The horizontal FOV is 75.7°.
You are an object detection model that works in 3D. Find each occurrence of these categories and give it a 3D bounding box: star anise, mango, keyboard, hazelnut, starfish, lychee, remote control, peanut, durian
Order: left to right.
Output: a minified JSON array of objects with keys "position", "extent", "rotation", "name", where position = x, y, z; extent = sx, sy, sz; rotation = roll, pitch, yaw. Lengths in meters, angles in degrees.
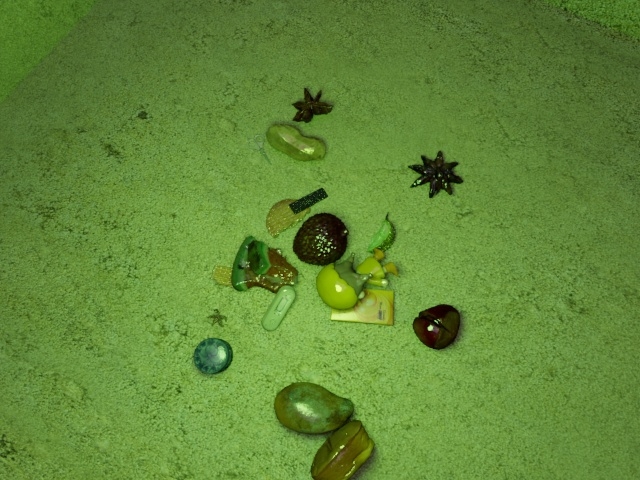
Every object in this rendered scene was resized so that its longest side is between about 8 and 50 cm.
[{"position":[-0.458,0.342,1.819],"extent":[0.091,0.028,0.078],"rotation":[5,75,9],"name":"starfish"},{"position":[-0.180,0.294,1.772],"extent":[0.078,0.042,0.221],"rotation":[28,97,-19],"name":"remote control"},{"position":[-0.119,-0.471,2.003],"extent":[0.306,0.147,0.147],"rotation":[30,76,7],"name":"peanut"},{"position":[-0.055,-0.190,1.951],"extent":[0.196,0.018,0.060],"rotation":[-31,75,-20],"name":"keyboard"},{"position":[-0.053,-0.662,2.072],"extent":[0.212,0.111,0.196],"rotation":[37,72,20],"name":"star anise"},{"position":[-0.028,0.665,1.632],"extent":[0.317,0.146,0.192],"rotation":[7,52,3],"name":"mango"},{"position":[0.000,0.000,1.806],"extent":[0.271,0.236,0.235],"rotation":[-26,71,27],"name":"lychee"},{"position":[0.291,-0.025,1.879],"extent":[0.100,0.086,0.215],"rotation":[26,77,24],"name":"durian"},{"position":[0.543,-0.323,1.946],"extent":[0.272,0.102,0.271],"rotation":[-1,70,3],"name":"star anise"},{"position":[0.485,0.351,1.715],"extent":[0.178,0.178,0.204],"rotation":[38,73,13],"name":"hazelnut"}]

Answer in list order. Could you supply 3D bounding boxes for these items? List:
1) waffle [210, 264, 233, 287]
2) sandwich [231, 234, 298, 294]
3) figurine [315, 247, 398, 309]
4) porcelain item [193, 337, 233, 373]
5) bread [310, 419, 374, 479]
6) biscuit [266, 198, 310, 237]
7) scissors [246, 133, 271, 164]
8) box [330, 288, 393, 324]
[{"position":[-0.429,0.164,1.875],"extent":[0.135,0.021,0.092],"rotation":[10,73,5],"name":"waffle"},{"position":[-0.239,0.124,1.805],"extent":[0.301,0.162,0.250],"rotation":[19,69,6],"name":"sandwich"},{"position":[0.145,0.156,1.743],"extent":[0.344,0.187,0.215],"rotation":[-27,39,-20],"name":"figurine"},{"position":[-0.449,0.483,1.729],"extent":[0.147,0.114,0.147],"rotation":[-1,74,3],"name":"porcelain item"},{"position":[0.079,0.809,1.566],"extent":[0.270,0.195,0.142],"rotation":[-38,80,-19],"name":"bread"},{"position":[-0.170,-0.117,1.944],"extent":[0.224,0.033,0.144],"rotation":[-40,75,-14],"name":"biscuit"},{"position":[-0.294,-0.451,2.067],"extent":[0.100,0.015,0.189],"rotation":[-32,76,-6],"name":"scissors"},{"position":[0.183,0.286,1.801],"extent":[0.270,0.043,0.152],"rotation":[3,73,4],"name":"box"}]
